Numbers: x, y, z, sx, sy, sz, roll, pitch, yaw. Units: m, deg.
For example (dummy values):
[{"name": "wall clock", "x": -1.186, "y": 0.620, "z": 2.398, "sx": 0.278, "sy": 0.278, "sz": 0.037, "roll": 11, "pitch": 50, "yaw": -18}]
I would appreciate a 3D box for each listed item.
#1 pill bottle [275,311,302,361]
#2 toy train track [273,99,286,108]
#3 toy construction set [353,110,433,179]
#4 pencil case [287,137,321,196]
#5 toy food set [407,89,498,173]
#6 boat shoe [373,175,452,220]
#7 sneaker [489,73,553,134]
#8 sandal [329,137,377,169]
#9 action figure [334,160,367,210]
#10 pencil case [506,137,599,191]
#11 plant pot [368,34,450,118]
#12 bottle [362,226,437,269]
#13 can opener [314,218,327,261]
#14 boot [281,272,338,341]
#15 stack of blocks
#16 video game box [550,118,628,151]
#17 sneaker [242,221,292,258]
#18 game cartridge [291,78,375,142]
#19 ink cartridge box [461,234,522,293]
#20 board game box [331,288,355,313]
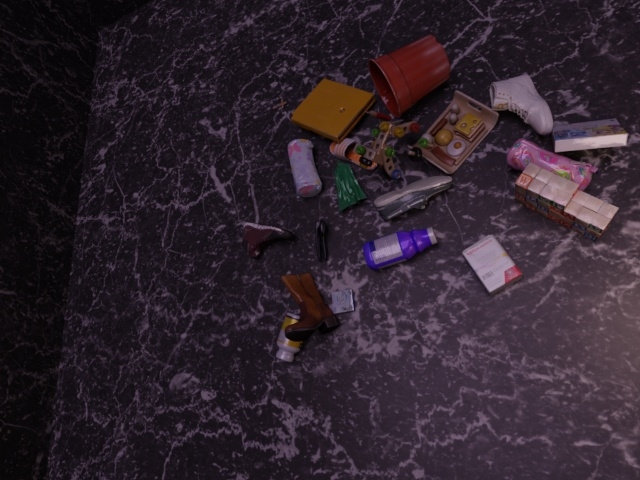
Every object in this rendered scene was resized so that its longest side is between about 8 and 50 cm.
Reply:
[{"name": "pill bottle", "x": -0.119, "y": 0.396, "z": 1.706, "sx": 0.103, "sy": 0.103, "sz": 0.184, "roll": 13, "pitch": 80, "yaw": 28}, {"name": "toy train track", "x": -0.210, "y": -0.701, "z": 2.161, "sx": 0.083, "sy": 0.014, "sz": 0.048, "roll": -14, "pitch": 75, "yaw": 27}, {"name": "toy construction set", "x": 0.242, "y": -0.418, "z": 1.691, "sx": 0.257, "sy": 0.237, "sz": 0.309, "roll": -52, "pitch": 45, "yaw": 39}, {"name": "pencil case", "x": -0.073, "y": -0.336, "z": 1.920, "sx": 0.123, "sy": 0.114, "sz": 0.274, "roll": -12, "pitch": 67, "yaw": 0}, {"name": "toy food set", "x": 0.530, "y": -0.440, "z": 1.678, "sx": 0.306, "sy": 0.092, "sz": 0.219, "roll": -49, "pitch": 60, "yaw": 4}, {"name": "boat shoe", "x": 0.380, "y": -0.172, "z": 1.679, "sx": 0.319, "sy": 0.116, "sz": 0.099, "roll": -20, "pitch": 109, "yaw": 11}, {"name": "sneaker", "x": 0.740, "y": -0.498, "z": 1.568, "sx": 0.168, "sy": 0.108, "sz": 0.293, "roll": -11, "pitch": 58, "yaw": 1}, {"name": "sandal", "x": 0.147, "y": -0.403, "z": 1.857, "sx": 0.265, "sy": 0.076, "sz": 0.102, "roll": 31, "pitch": 88, "yaw": 30}, {"name": "action figure", "x": 0.115, "y": -0.255, "z": 1.831, "sx": 0.137, "sy": 0.063, "sz": 0.233, "roll": -23, "pitch": 69, "yaw": 19}, {"name": "pencil case", "x": 0.811, "y": -0.265, "z": 1.470, "sx": 0.284, "sy": 0.124, "sz": 0.124, "roll": 36, "pitch": 90, "yaw": 32}, {"name": "plant pot", "x": 0.383, "y": -0.705, "z": 1.755, "sx": 0.264, "sy": 0.272, "sz": 0.273, "roll": -29, "pitch": 63, "yaw": 5}, {"name": "bottle", "x": 0.311, "y": 0.024, "z": 1.630, "sx": 0.282, "sy": 0.092, "sz": 0.118, "roll": -21, "pitch": 66, "yaw": 18}, {"name": "can opener", "x": 0.000, "y": 0.000, "z": 1.807, "sx": 0.059, "sy": 0.073, "sz": 0.186, "roll": -2, "pitch": 82, "yaw": 16}, {"name": "boot", "x": -0.082, "y": 0.248, "z": 1.656, "sx": 0.281, "sy": 0.263, "sz": 0.096, "roll": 59, "pitch": 137, "yaw": 26}, {"name": "stack of blocks", "x": 0.815, "y": -0.129, "z": 1.396, "sx": 0.297, "sy": 0.171, "sz": 0.087, "roll": 36, "pitch": 91, "yaw": 29}, {"name": "video game box", "x": 0.917, "y": -0.364, "z": 1.433, "sx": 0.204, "sy": 0.187, "sz": 0.048, "roll": -1, "pitch": 117, "yaw": 26}, {"name": "sneaker", "x": -0.254, "y": 0.012, "z": 1.909, "sx": 0.281, "sy": 0.106, "sz": 0.163, "roll": 10, "pitch": 84, "yaw": 37}, {"name": "game cartridge", "x": 0.051, "y": -0.617, "z": 1.956, "sx": 0.323, "sy": 0.053, "sz": 0.285, "roll": 32, "pitch": 76, "yaw": 34}, {"name": "ink cartridge box", "x": 0.609, "y": 0.087, "z": 1.479, "sx": 0.127, "sy": 0.072, "sz": 0.175, "roll": -33, "pitch": 62, "yaw": 13}, {"name": "board game box", "x": 0.093, "y": 0.250, "z": 1.701, "sx": 0.089, "sy": 0.020, "sz": 0.090, "roll": -13, "pitch": 69, "yaw": 21}]
